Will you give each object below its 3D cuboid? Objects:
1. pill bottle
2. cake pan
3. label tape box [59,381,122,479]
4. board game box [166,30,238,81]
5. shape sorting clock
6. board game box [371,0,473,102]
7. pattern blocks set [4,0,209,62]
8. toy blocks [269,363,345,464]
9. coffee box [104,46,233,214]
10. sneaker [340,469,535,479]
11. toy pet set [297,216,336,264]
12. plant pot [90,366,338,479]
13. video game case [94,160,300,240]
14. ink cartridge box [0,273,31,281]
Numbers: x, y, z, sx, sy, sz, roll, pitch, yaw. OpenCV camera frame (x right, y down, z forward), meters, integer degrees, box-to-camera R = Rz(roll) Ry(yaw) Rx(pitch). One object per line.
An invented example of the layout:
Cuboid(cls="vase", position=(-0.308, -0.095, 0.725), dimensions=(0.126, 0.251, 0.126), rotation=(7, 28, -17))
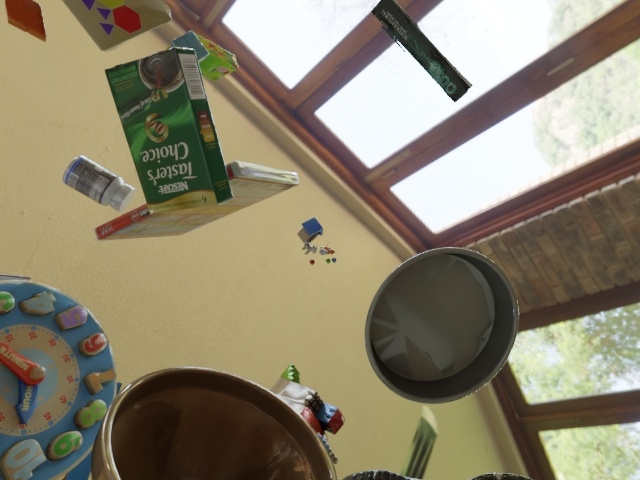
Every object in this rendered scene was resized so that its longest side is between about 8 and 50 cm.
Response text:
Cuboid(cls="pill bottle", position=(-0.505, -0.127, 1.000), dimensions=(0.137, 0.078, 0.078), rotation=(31, -133, -10))
Cuboid(cls="cake pan", position=(0.216, 0.152, 0.797), dimensions=(0.293, 0.293, 0.054), rotation=(48, 179, -14))
Cuboid(cls="label tape box", position=(-0.510, 0.293, 0.636), dimensions=(0.334, 0.106, 0.240), rotation=(25, -132, -23))
Cuboid(cls="board game box", position=(-0.323, -0.504, 1.205), dimensions=(0.181, 0.092, 0.043), rotation=(-4, -104, -63))
Cuboid(cls="shape sorting clock", position=(-0.292, 0.137, 0.436), dimensions=(0.206, 0.040, 0.206), rotation=(45, -147, -40))
Cuboid(cls="board game box", position=(0.125, -0.222, 0.513), dimensions=(0.126, 0.026, 0.186), rotation=(46, -153, -4))
Cuboid(cls="pattern blocks set", position=(-0.330, -0.383, 0.646), dimensions=(0.285, 0.026, 0.324), rotation=(-37, -75, -34))
Cuboid(cls="toy blocks", position=(-0.081, 0.502, 1.049), dimensions=(0.381, 0.261, 0.190), rotation=(-47, -57, -34))
Cuboid(cls="coffee box", position=(-0.184, -0.128, 0.535), dimensions=(0.040, 0.113, 0.184), rotation=(-42, -55, -62))
Cuboid(cls="sneaker", position=(0.226, 0.461, 0.676), dimensions=(0.182, 0.411, 0.158), rotation=(68, -150, -42))
Cuboid(cls="toy pet set", position=(0.000, 0.000, 1.168), dimensions=(0.114, 0.065, 0.122), rotation=(54, -153, 19))
Cuboid(cls="plant pot", position=(-0.109, 0.242, 0.429), dimensions=(0.237, 0.109, 0.237), rotation=(26, -168, -6))
Cuboid(cls="video game case", position=(-0.199, -0.060, 0.737), dimensions=(0.204, 0.285, 0.025), rotation=(-9, -101, -68))
Cuboid(cls="ink cartridge box", position=(-0.681, 0.105, 0.785), dimensions=(0.206, 0.208, 0.045), rotation=(19, -145, -55))
